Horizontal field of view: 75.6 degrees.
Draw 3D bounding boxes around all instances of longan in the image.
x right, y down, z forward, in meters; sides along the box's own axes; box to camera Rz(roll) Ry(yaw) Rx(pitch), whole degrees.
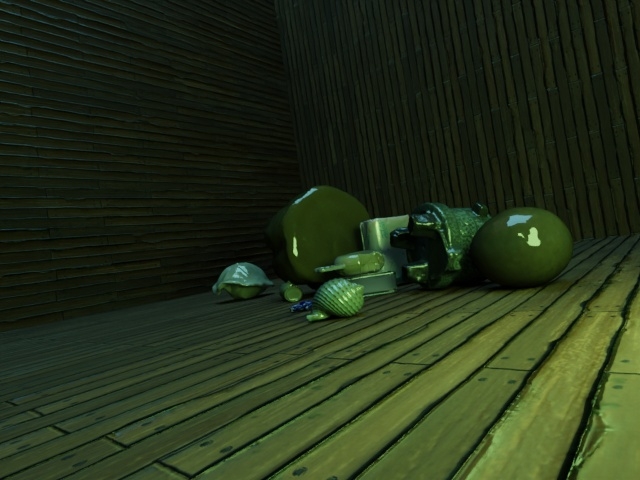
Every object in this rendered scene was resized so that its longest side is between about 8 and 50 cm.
[{"bbox_3d":[0.523,0.022,1.088,0.248,0.249,0.248,-9,-2,0],"label":"longan"}]

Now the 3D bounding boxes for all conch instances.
[{"bbox_3d":[0.039,0.151,1.062,0.153,0.102,0.135,-9,-17,9],"label":"conch"}]

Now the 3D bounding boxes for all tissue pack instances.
[{"bbox_3d":[0.278,0.044,1.643,0.201,0.271,0.124,-7,-4,-28],"label":"tissue pack"}]

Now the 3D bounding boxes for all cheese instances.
[{"bbox_3d":[0.099,0.089,1.472,0.286,0.082,0.163,-9,-1,-43],"label":"cheese"}]

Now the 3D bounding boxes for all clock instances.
[{"bbox_3d":[0.162,0.155,1.454,0.193,0.073,0.144,-8,-2,-4],"label":"clock"}]

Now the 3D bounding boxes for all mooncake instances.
[{"bbox_3d":[0.000,0.000,1.798,0.466,0.468,0.262,-7,-9,-30],"label":"mooncake"}]

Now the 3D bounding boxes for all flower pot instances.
[{"bbox_3d":[0.391,0.018,1.302,0.282,0.299,0.299,0,-4,-13],"label":"flower pot"}]

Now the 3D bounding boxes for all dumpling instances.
[{"bbox_3d":[-0.378,0.199,2.080,0.317,0.187,0.243,-4,-7,-22],"label":"dumpling"}]

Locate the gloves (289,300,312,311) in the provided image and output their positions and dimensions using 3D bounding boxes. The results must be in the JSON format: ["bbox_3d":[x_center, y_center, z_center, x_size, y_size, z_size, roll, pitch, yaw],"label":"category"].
[{"bbox_3d":[-0.055,0.206,1.283,0.086,0.026,0.064,-7,0,-25],"label":"gloves"}]

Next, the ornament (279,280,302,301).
[{"bbox_3d":[-0.123,0.203,1.656,0.074,0.081,0.156,-4,1,-14],"label":"ornament"}]
